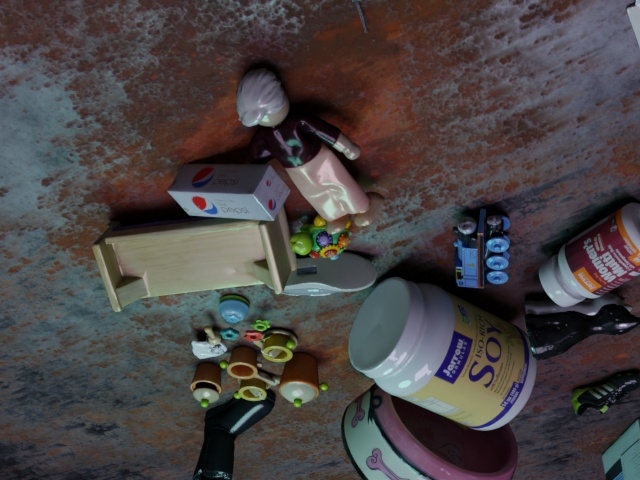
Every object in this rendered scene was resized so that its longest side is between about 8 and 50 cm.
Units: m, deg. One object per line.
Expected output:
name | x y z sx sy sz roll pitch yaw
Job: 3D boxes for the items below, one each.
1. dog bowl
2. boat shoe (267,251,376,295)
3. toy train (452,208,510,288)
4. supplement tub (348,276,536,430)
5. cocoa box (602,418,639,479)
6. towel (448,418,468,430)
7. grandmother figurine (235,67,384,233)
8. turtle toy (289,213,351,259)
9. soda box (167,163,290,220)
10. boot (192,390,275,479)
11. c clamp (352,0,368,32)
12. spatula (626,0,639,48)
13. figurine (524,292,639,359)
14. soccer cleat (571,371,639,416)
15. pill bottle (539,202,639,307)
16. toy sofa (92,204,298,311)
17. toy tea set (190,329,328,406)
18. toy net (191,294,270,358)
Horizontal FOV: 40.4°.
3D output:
dog bowl | 0.259 0.443 1.947 0.408 0.408 0.150 20 120 -17
boat shoe | 0.001 0.072 1.764 0.227 0.079 0.081 -2 164 5
toy train | 0.306 0.019 1.658 0.105 0.080 0.184 2 141 13
supplement tub | 0.249 0.231 1.788 0.331 0.241 0.241 26 136 -24
cocoa box | 0.932 0.621 2.195 0.347 0.228 0.231 9 140 -4
towel | 0.242 0.325 1.940 0.237 0.102 0.021 34 121 8
grandmother figurine | -0.035 -0.151 1.477 0.208 0.104 0.342 -21 131 21
turtle toy | 0.000 0.000 1.656 0.130 0.066 0.095 4 143 -25
soda box | -0.163 -0.087 1.525 0.216 0.069 0.074 4 146 39
boot | -0.216 0.504 2.189 0.246 0.207 0.094 -29 130 33
c clamp | 0.110 -0.381 1.245 0.161 0.022 0.137 -14 132 23
spatula | 0.502 -0.380 1.209 0.168 0.019 0.242 -12 137 27
figurine | 0.520 0.157 1.734 0.209 0.215 0.092 -12 95 15
soccer cleat | 0.673 0.363 2.034 0.179 0.072 0.060 -28 130 33
pill bottle | 0.522 0.033 1.617 0.121 0.121 0.221 27 135 -25
toy sofa | -0.234 0.017 1.679 0.363 0.177 0.150 -7 114 14
toy tea set | -0.153 0.339 2.048 0.336 0.124 0.200 -26 132 31
toy net | -0.208 0.206 1.961 0.122 0.045 0.232 22 139 -22
